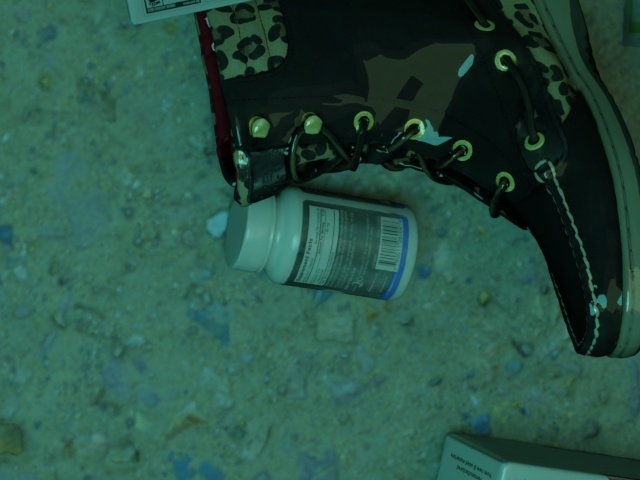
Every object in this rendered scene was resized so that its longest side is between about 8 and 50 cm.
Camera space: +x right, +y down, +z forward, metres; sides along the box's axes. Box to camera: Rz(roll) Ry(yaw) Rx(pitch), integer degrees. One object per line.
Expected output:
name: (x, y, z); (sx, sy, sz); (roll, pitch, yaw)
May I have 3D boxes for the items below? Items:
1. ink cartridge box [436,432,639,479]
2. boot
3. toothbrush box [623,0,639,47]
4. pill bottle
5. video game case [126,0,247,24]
ink cartridge box: (0.180, 0.309, 1.543); (0.197, 0.114, 0.273); (10, 94, -22)
boot: (0.072, -0.070, 1.415); (0.284, 0.138, 0.377); (-10, 71, -10)
toothbrush box: (0.408, -0.204, 1.499); (0.283, 0.206, 0.122); (0, 98, -15)
pill bottle: (0.000, 0.000, 1.485); (0.137, 0.078, 0.078); (9, 95, -15)
video game case: (-0.070, -0.235, 1.353); (0.157, 0.019, 0.143); (-13, 119, -8)
